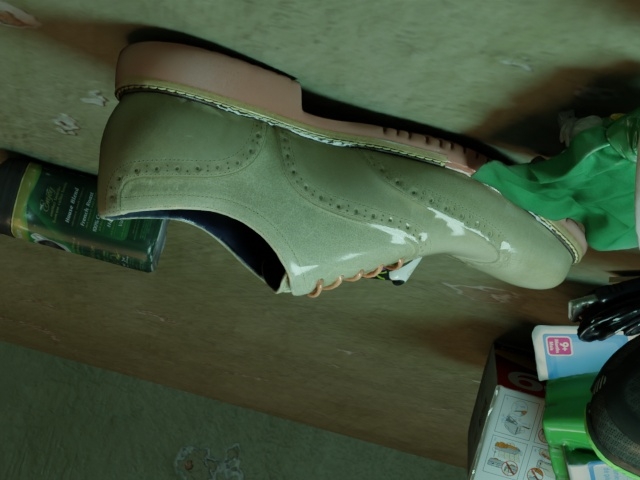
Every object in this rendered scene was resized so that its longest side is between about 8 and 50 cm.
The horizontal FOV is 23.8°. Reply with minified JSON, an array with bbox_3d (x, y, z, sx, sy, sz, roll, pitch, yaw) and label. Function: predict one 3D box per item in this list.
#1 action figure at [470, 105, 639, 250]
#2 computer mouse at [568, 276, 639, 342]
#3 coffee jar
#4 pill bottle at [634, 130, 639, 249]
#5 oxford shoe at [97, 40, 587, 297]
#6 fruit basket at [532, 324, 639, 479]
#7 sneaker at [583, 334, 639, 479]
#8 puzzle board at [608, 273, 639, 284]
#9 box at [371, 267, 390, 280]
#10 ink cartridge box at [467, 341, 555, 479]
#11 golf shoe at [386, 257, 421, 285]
[{"bbox_3d":[0.189,-0.049,1.005,0.137,0.064,0.232,18,171,-3],"label":"action figure"},{"bbox_3d":[0.288,0.013,1.098,0.188,0.072,0.272,-12,171,-3],"label":"computer mouse"},{"bbox_3d":[-0.250,-0.027,1.561,0.184,0.079,0.096,15,170,-2],"label":"coffee jar"},{"bbox_3d":[0.304,-0.031,0.734,0.278,0.162,0.162,9,166,25],"label":"pill bottle"},{"bbox_3d":[0.016,-0.016,1.152,0.396,0.147,0.140,19,166,-16],"label":"oxford shoe"},{"bbox_3d":[0.397,0.202,1.474,0.353,0.165,0.327,4,138,22],"label":"fruit basket"},{"bbox_3d":[0.431,0.101,1.152,0.482,0.185,0.202,-6,153,25],"label":"sneaker"},{"bbox_3d":[0.336,0.046,1.360,0.096,0.011,0.128,22,166,-31],"label":"puzzle board"},{"bbox_3d":[0.000,0.000,1.504,0.116,0.029,0.162,6,163,36],"label":"box"},{"bbox_3d":[0.335,0.229,1.785,0.309,0.130,0.272,15,-169,2],"label":"ink cartridge box"},{"bbox_3d":[-0.002,-0.017,1.296,0.198,0.094,0.077,11,168,22],"label":"golf shoe"}]
